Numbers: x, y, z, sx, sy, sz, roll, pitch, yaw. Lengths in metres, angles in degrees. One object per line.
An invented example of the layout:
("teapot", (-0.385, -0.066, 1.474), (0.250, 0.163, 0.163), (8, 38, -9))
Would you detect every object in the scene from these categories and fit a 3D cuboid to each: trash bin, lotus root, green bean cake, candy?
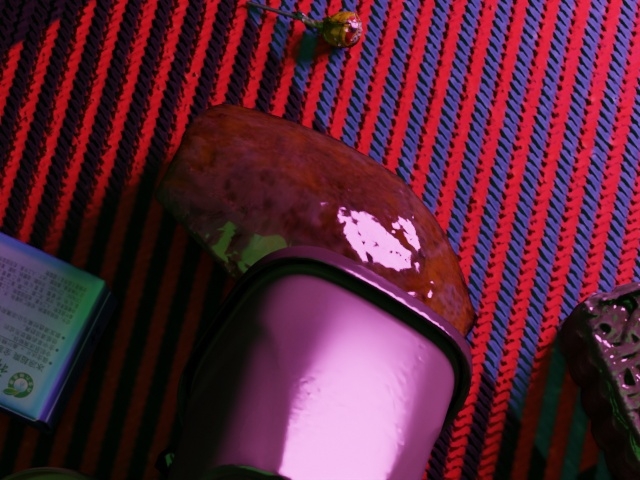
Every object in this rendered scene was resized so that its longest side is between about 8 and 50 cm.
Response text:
("trash bin", (-0.016, 0.176, 1.402), (0.220, 0.219, 0.250), (30, 34, -8))
("lotus root", (-0.001, 0.000, 1.571), (0.314, 0.142, 0.210), (34, 77, 9))
("green bean cake", (0.320, 0.112, 1.550), (0.181, 0.094, 0.173), (-18, 74, -4))
("candy", (-0.017, -0.216, 1.691), (0.123, 0.035, 0.035), (19, 32, 17))

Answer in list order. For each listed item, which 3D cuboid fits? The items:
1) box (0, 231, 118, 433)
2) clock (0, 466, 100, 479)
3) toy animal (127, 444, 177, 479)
("box", (-0.320, 0.063, 1.596), (0.232, 0.083, 0.142), (24, 76, 7))
("clock", (-0.240, 0.312, 1.498), (0.235, 0.029, 0.234), (-7, 76, 28))
("toy animal", (-0.167, 0.282, 1.527), (0.117, 0.121, 0.210), (39, 86, 31))
